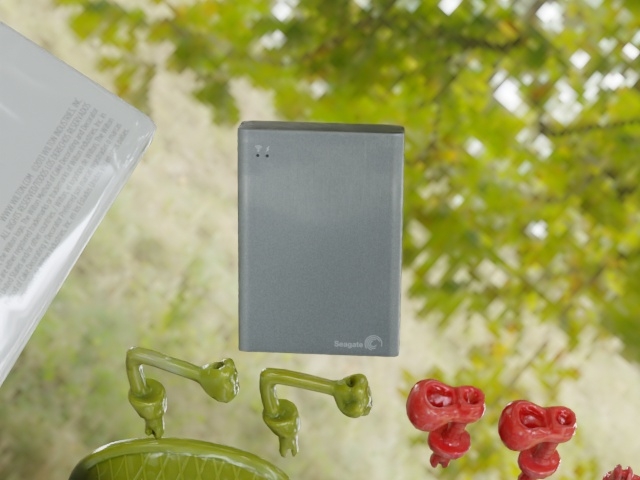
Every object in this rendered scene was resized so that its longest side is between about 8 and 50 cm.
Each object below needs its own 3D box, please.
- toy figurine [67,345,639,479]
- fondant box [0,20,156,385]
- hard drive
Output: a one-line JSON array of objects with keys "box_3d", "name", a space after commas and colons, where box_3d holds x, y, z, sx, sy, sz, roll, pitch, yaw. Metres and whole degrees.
[{"box_3d": [0.047, 0.210, 0.961, 0.362, 0.217, 0.191, 10, -38, -9], "name": "toy figurine"}, {"box_3d": [-0.277, -0.036, 0.862, 0.330, 0.238, 0.096, 33, -14, -10], "name": "fondant box"}, {"box_3d": [0.000, 0.000, 1.094, 0.094, 0.135, 0.022, 2, 18, 4], "name": "hard drive"}]
